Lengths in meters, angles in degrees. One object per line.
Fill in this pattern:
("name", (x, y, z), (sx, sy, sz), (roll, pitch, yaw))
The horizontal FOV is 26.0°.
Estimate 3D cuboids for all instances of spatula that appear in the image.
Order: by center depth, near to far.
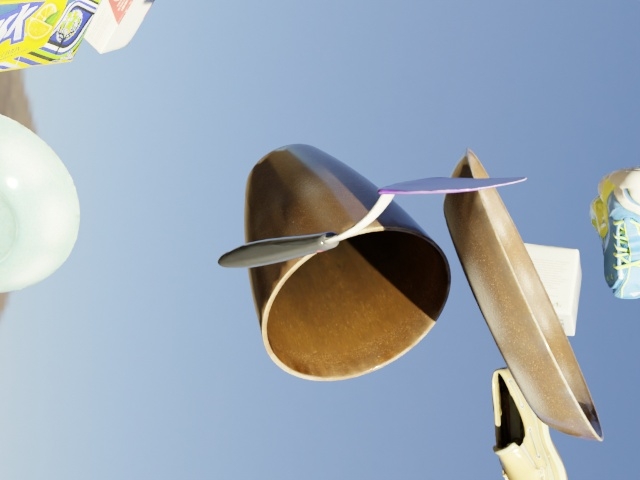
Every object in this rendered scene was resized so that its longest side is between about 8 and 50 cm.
("spatula", (0.023, -0.015, 1.107), (0.296, 0.084, 0.030), (-20, -95, 39))

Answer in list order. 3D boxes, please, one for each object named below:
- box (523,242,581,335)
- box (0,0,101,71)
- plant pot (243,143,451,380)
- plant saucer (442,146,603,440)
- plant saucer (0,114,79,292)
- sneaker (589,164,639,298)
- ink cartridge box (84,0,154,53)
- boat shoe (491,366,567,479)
("box", (0.269, 0.060, 1.721), (0.101, 0.102, 0.087), (56, 43, -67))
("box", (-0.208, -0.139, 0.841), (0.054, 0.059, 0.169), (-60, 165, 23))
("plant pot", (0.000, 0.000, 1.546), (0.230, 0.215, 0.215), (-120, -146, -44))
("plant saucer", (0.189, 0.058, 1.346), (0.310, 0.050, 0.310), (62, 11, -21))
("plant saucer", (-0.313, -0.025, 1.226), (0.037, 0.195, 0.195), (-80, -178, -58))
("sneaker", (0.346, -0.007, 1.476), (0.240, 0.091, 0.126), (56, 25, -80))
("ink cartridge box", (-0.261, -0.297, 1.585), (0.135, 0.056, 0.099), (44, -58, 10))
("boat shoe", (0.212, 0.228, 1.479), (0.068, 0.072, 0.190), (-25, -112, 40))
